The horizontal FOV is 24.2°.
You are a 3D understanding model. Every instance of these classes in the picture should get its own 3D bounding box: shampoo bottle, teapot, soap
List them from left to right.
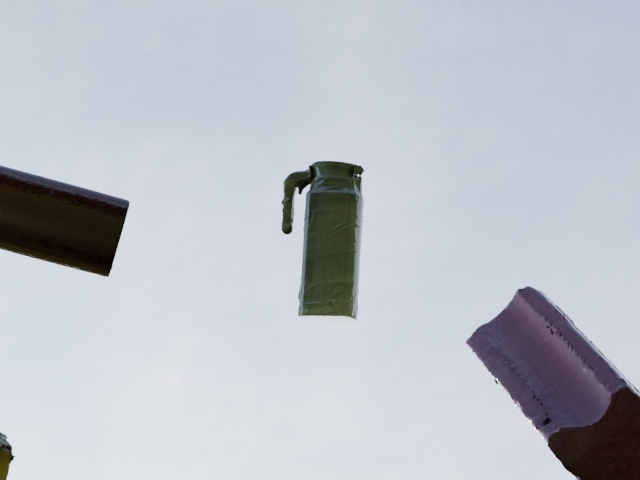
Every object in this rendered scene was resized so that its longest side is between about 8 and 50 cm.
[{"bbox_3d":[-0.372,-0.035,1.834,0.260,0.102,0.064,15,-6,-9],"label":"shampoo bottle"},{"bbox_3d":[0.000,0.000,1.895,0.107,0.200,0.077,2,-8,14],"label":"teapot"},{"bbox_3d":[0.224,0.143,1.323,0.099,0.250,0.162,-45,-60,5],"label":"soap"}]

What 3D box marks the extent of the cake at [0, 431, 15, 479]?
[{"bbox_3d":[-0.360,0.266,1.396,0.116,0.079,0.185,9,-86,-38],"label":"cake"}]
